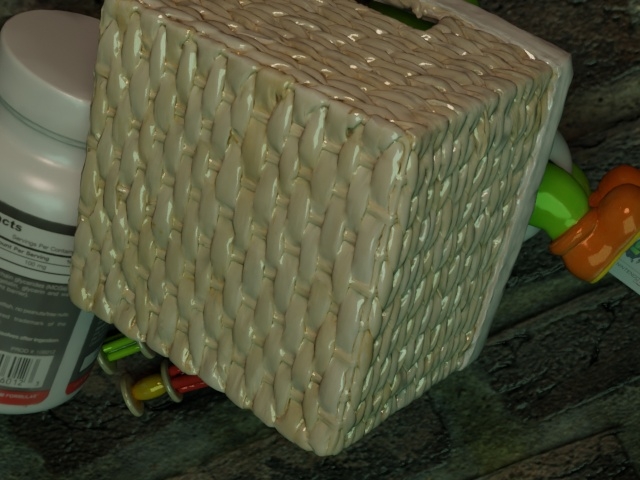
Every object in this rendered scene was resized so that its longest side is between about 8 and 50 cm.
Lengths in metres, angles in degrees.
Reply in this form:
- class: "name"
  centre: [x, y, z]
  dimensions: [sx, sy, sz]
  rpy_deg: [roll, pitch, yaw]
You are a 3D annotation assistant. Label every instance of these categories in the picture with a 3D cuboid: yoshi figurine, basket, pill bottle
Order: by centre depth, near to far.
- class: "basket"
  centre: [-0.014, -0.047, 1.259]
  dimensions: [0.328, 0.266, 0.331]
  rpy_deg: [28, 124, 24]
- class: "yoshi figurine"
  centre: [0.161, -0.133, 1.393]
  dimensions: [0.362, 0.203, 0.203]
  rpy_deg: [34, 147, 2]
- class: "pill bottle"
  centre: [-0.275, -0.026, 1.430]
  dimensions: [0.210, 0.210, 0.362]
  rpy_deg: [16, 120, -16]

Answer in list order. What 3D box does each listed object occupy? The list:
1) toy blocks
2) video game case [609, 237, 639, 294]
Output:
- class: "toy blocks"
  centre: [-0.162, 0.125, 1.635]
  dimensions: [0.148, 0.054, 0.123]
  rpy_deg: [-21, 124, 8]
- class: "video game case"
  centre: [0.398, -0.002, 1.627]
  dimensions: [0.143, 0.019, 0.157]
  rpy_deg: [34, 114, -25]
